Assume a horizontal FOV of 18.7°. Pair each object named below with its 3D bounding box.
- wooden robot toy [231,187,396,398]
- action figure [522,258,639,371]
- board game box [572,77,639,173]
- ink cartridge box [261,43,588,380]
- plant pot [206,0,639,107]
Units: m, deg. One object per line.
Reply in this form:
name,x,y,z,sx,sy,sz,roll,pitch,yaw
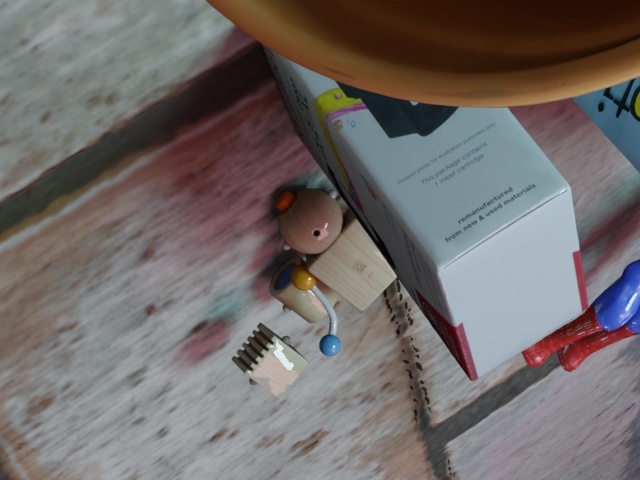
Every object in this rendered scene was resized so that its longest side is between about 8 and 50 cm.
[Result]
wooden robot toy,0.000,0.000,1.074,0.079,0.076,0.173,36,107,-24
action figure,0.245,-0.030,1.276,0.280,0.139,0.091,-27,161,28
board game box,0.256,-0.165,1.018,0.142,0.144,0.275,-8,140,-43
ink cartridge box,0.048,-0.039,0.933,0.072,0.175,0.127,-32,150,-5
plant pot,0.084,-0.197,0.674,0.291,0.291,0.203,-51,166,22
